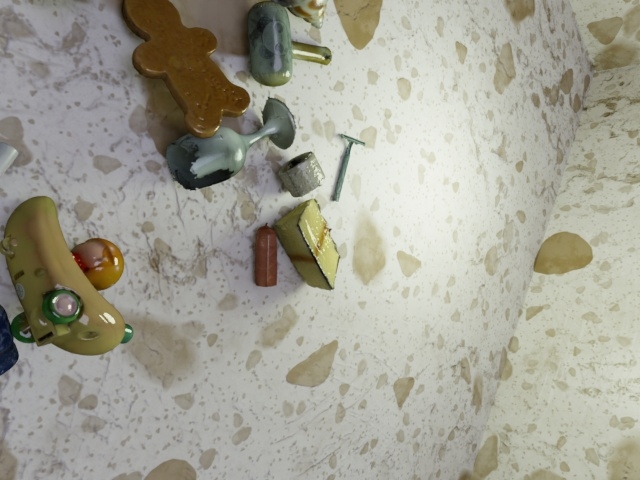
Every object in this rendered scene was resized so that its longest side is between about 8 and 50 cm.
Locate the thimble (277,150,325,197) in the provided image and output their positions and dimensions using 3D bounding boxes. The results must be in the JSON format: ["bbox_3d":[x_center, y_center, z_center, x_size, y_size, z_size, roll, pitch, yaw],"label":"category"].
[{"bbox_3d":[-0.052,-0.185,1.243,0.115,0.102,0.090,-50,123,-35],"label":"thimble"}]

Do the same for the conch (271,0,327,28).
[{"bbox_3d":[-0.057,-0.679,1.164,0.149,0.182,0.275,-76,147,-50],"label":"conch"}]

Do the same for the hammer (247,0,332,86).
[{"bbox_3d":[-0.066,-0.514,1.215,0.305,0.113,0.202,-14,106,-49],"label":"hammer"}]

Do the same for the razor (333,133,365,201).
[{"bbox_3d":[0.074,-0.223,1.404,0.084,0.036,0.212,17,88,-17],"label":"razor"}]

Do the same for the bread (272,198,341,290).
[{"bbox_3d":[0.000,0.000,1.284,0.178,0.135,0.240,-43,118,-30],"label":"bread"}]

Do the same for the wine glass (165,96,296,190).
[{"bbox_3d":[-0.209,-0.232,1.081,0.321,0.143,0.144,-35,116,-31],"label":"wine glass"}]

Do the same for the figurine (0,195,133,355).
[{"bbox_3d":[-0.470,0.064,0.854,0.222,0.124,0.325,-15,78,-63],"label":"figurine"}]

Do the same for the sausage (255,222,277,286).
[{"bbox_3d":[-0.145,0.038,1.209,0.065,0.065,0.170,-5,99,-41],"label":"sausage"}]

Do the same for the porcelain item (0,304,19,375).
[{"bbox_3d":[-0.605,0.184,0.757,0.147,0.147,0.114,-20,108,-39],"label":"porcelain item"}]

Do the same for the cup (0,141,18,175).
[{"bbox_3d":[-0.632,-0.195,0.693,0.299,0.167,0.173,26,66,-14],"label":"cup"}]

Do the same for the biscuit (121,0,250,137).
[{"bbox_3d":[-0.307,-0.395,0.989,0.340,0.047,0.216,51,51,-10],"label":"biscuit"}]
